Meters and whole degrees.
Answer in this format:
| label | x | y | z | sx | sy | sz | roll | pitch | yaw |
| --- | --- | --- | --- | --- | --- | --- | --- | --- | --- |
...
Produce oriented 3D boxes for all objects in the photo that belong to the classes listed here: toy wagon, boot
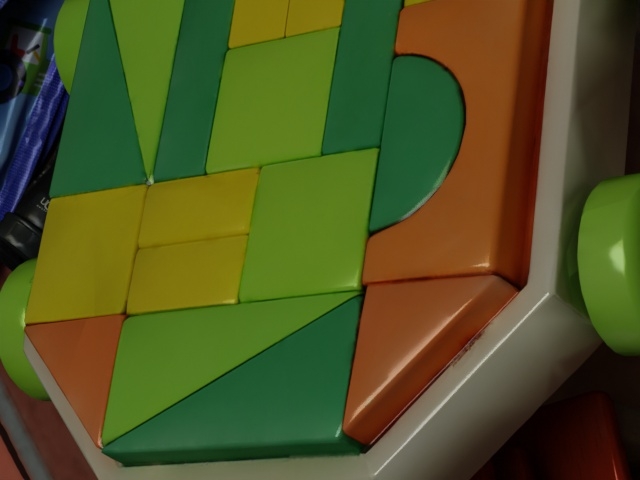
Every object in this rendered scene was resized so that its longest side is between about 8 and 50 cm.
| label | x | y | z | sx | sy | sz | roll | pitch | yaw |
| --- | --- | --- | --- | --- | --- | --- | --- | --- | --- |
| toy wagon | 0.000 | 0.000 | 0.664 | 0.267 | 0.068 | 0.344 | -8 | 63 | 36 |
| boot | -0.103 | -0.024 | 0.880 | 0.045 | 0.121 | 0.099 | 40 | 77 | 0 |

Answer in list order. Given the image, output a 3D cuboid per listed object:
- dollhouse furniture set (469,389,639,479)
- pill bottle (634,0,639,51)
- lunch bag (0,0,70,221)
| label | x | y | z | sx | sy | sz | roll | pitch | yaw |
| --- | --- | --- | --- | --- | --- | --- | --- | --- | --- |
| dollhouse furniture set | 0.175 | 0.078 | 0.634 | 0.259 | 0.135 | 0.262 | -22 | 71 | 29 |
| pill bottle | 0.165 | -0.146 | 0.700 | 0.094 | 0.094 | 0.169 | 14 | 91 | 34 |
| lunch bag | -0.239 | -0.086 | 0.954 | 0.221 | 0.138 | 0.293 | 30 | 90 | 36 |
